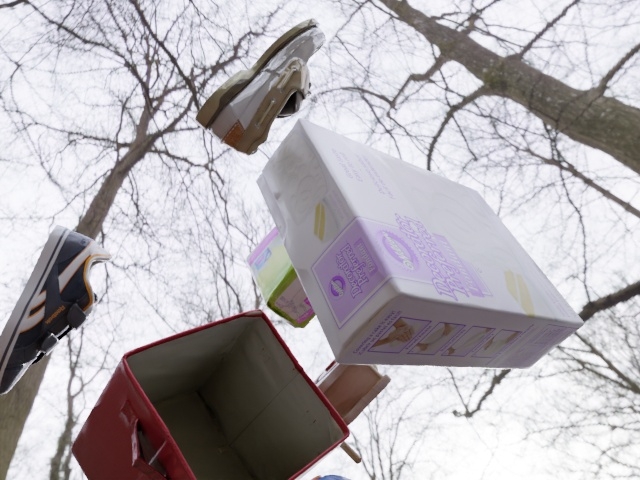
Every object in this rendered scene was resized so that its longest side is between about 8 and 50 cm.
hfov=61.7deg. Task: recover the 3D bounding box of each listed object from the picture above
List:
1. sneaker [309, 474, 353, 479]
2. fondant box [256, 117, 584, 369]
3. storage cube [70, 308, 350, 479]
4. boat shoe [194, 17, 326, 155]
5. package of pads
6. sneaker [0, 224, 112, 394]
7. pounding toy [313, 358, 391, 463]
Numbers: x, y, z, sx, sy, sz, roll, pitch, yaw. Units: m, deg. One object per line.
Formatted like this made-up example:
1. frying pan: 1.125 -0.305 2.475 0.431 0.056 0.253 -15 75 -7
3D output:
1. sneaker: 0.060 0.247 0.399 0.087 0.221 0.083 32 -112 -59
2. fondant box: 0.116 0.016 0.597 0.330 0.238 0.096 12 -51 -40
3. storage cube: -0.125 0.219 0.584 0.215 0.183 0.193 -14 -32 -50
4. boat shoe: -0.071 -0.249 0.877 0.103 0.113 0.302 42 -119 -7
5. package of pads: 0.000 0.000 1.012 0.296 0.229 0.101 -47 -64 2
6. sneaker: -0.490 0.136 0.980 0.127 0.126 0.321 25 -110 -19
7. pounding toy: 0.064 0.279 0.945 0.154 0.155 0.269 -42 -8 -27
